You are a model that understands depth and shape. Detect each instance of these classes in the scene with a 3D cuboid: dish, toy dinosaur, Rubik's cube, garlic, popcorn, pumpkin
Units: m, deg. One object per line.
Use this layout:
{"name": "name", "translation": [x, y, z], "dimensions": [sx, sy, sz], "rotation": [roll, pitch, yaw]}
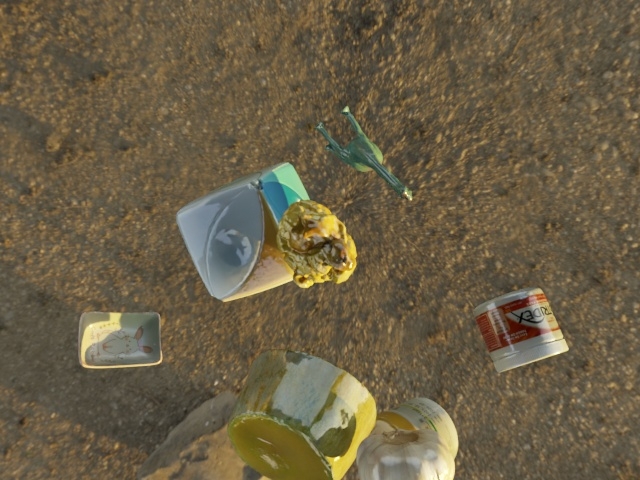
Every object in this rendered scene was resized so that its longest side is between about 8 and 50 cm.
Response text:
{"name": "dish", "translation": [-0.552, 0.276, 1.413], "dimensions": [0.213, 0.077, 0.151], "rotation": [6, 62, -34]}
{"name": "toy dinosaur", "translation": [0.151, -0.200, 1.418], "dimensions": [0.129, 0.383, 0.331], "rotation": [-45, 76, 10]}
{"name": "Rubik's cube", "translation": [-0.222, -0.035, 1.730], "dimensions": [0.348, 0.351, 0.351], "rotation": [-18, 106, 21]}
{"name": "garlic", "translation": [0.170, 0.497, 1.026], "dimensions": [0.199, 0.199, 0.225], "rotation": [-7, 91, 3]}
{"name": "popcorn", "translation": [-0.008, 0.011, 1.115], "dimensions": [0.194, 0.140, 0.163], "rotation": [41, 134, 6]}
{"name": "pumpkin", "translation": [-0.051, 0.433, 1.198], "dimensions": [0.333, 0.199, 0.332], "rotation": [11, 129, 14]}

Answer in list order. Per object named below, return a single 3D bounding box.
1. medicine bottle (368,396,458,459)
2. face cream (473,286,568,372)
{"name": "medicine bottle", "translation": [0.277, 0.642, 1.633], "dimensions": [0.238, 0.232, 0.237], "rotation": [10, 103, 47]}
{"name": "face cream", "translation": [0.552, 0.247, 1.438], "dimensions": [0.201, 0.201, 0.187], "rotation": [-19, 71, 4]}
